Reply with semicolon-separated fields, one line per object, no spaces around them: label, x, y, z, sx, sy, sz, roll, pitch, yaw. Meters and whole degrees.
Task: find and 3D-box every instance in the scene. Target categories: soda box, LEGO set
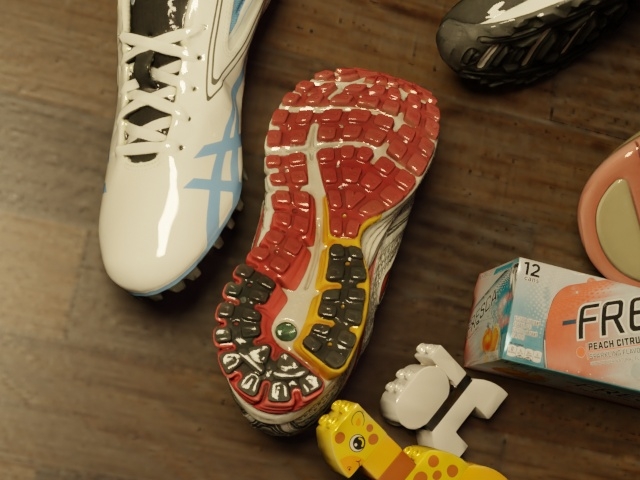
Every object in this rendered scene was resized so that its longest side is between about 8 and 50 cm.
soda box;0.177;0.061;0.732;0.183;0.063;0.058;14;77;-12
LEGO set;0.012;0.133;0.654;0.093;0.087;0.227;47;71;-16

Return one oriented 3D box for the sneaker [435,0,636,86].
sneaker;0.159;-0.184;0.763;0.271;0.100;0.108;-39;82;-24

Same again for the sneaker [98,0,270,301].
sneaker;-0.077;-0.086;0.671;0.086;0.085;0.237;36;59;-52

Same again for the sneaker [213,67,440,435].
sneaker;0.000;0.000;0.693;0.088;0.092;0.225;19;60;9

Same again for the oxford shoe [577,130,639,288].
oxford shoe;0.333;-0.069;0.775;0.397;0.146;0.140;-17;109;-1
